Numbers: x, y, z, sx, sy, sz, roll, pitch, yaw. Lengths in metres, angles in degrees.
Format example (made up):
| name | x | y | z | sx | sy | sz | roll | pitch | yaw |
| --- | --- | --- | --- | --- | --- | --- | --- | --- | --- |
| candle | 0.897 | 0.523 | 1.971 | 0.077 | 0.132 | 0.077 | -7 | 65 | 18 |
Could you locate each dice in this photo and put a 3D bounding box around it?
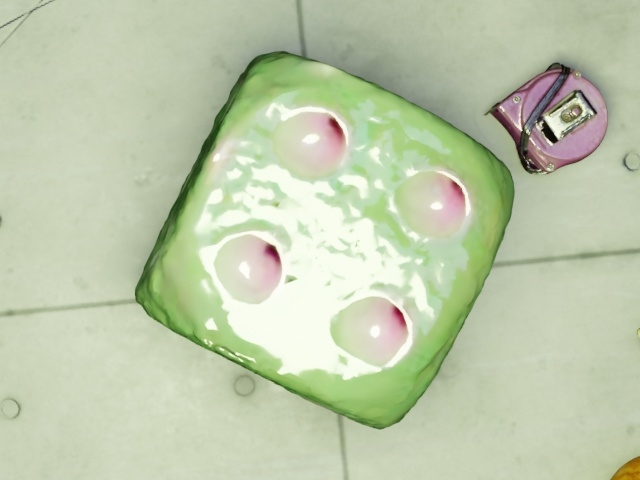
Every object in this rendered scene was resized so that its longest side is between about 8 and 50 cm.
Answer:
| name | x | y | z | sx | sy | sz | roll | pitch | yaw |
| --- | --- | --- | --- | --- | --- | --- | --- | --- | --- |
| dice | 0.000 | 0.000 | 1.536 | 0.330 | 0.318 | 0.322 | 26 | 86 | -4 |

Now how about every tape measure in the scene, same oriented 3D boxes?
| name | x | y | z | sx | sy | sz | roll | pitch | yaw |
| --- | --- | --- | --- | --- | --- | --- | --- | --- | --- |
| tape measure | 0.276 | -0.142 | 1.681 | 0.125 | 0.074 | 0.118 | -39 | 92 | -2 |

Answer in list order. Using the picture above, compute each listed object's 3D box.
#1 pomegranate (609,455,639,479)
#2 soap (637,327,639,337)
| name | x | y | z | sx | sy | sz | roll | pitch | yaw |
| --- | --- | --- | --- | --- | --- | --- | --- | --- | --- |
| pomegranate | 0.411 | 0.357 | 1.596 | 0.248 | 0.248 | 0.248 | 0 | 88 | -4 |
| soap | 0.513 | 0.090 | 1.709 | 0.252 | 0.037 | 0.092 | -28 | 89 | -4 |
